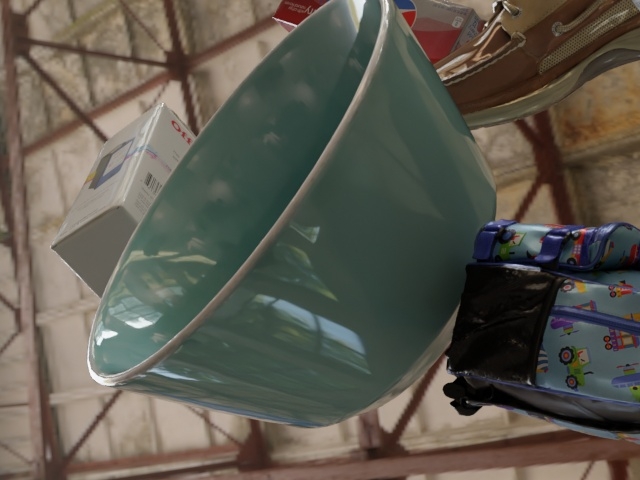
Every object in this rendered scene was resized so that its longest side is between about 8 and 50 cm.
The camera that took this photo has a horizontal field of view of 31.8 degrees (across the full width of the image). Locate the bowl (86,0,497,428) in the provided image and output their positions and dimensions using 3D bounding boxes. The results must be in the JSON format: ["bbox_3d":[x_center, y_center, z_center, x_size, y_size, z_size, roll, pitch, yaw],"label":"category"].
[{"bbox_3d":[0.000,0.000,0.756,0.311,0.163,0.311,-46,-159,23],"label":"bowl"}]

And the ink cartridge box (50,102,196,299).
[{"bbox_3d":[-0.155,-0.016,1.101,0.093,0.154,0.212,-29,-154,23],"label":"ink cartridge box"}]

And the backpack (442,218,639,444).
[{"bbox_3d":[0.177,0.055,0.617,0.173,0.158,0.117,2,-100,53],"label":"backpack"}]

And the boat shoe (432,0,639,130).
[{"bbox_3d":[0.199,-0.192,0.981,0.116,0.324,0.123,69,-9,-21],"label":"boat shoe"}]

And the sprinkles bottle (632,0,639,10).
[{"bbox_3d":[0.272,-0.164,0.730,0.355,0.121,0.121,52,-49,-4],"label":"sprinkles bottle"}]

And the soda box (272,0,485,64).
[{"bbox_3d":[0.074,-0.247,1.327,0.263,0.092,0.083,25,-96,37],"label":"soda box"}]
